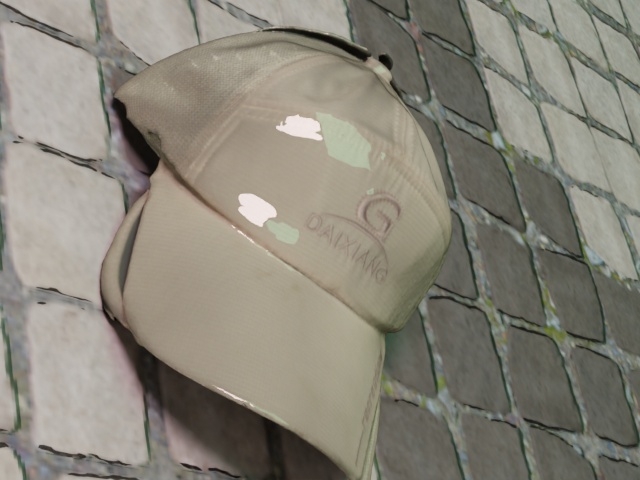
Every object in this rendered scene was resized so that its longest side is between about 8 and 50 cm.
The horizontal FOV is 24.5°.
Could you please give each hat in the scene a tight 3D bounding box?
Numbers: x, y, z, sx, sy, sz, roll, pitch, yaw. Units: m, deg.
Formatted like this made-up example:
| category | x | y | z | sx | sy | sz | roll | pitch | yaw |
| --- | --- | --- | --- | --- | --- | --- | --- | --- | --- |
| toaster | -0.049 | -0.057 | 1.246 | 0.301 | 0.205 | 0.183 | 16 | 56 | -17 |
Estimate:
| category | x | y | z | sx | sy | sz | roll | pitch | yaw |
| --- | --- | --- | --- | --- | --- | --- | --- | --- | --- |
| hat | 0.000 | 0.000 | 0.777 | 0.219 | 0.164 | 0.226 | 37 | 17 | -29 |
